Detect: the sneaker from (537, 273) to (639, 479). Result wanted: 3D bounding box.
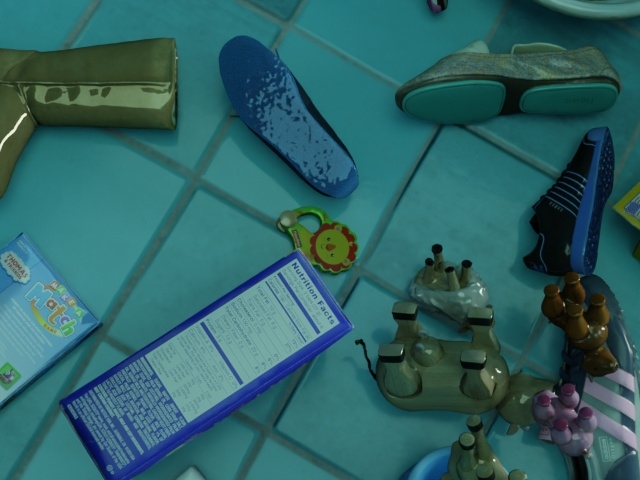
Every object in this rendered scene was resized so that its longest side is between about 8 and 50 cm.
[{"bbox_3d":[0.338,0.203,1.437,0.131,0.112,0.318,-7,77,-8],"label":"sneaker"}]

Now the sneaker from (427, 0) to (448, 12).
[{"bbox_3d":[0.187,-0.400,1.581,0.075,0.063,0.170,6,72,3],"label":"sneaker"}]

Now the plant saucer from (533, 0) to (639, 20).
[{"bbox_3d":[0.383,-0.486,1.596,0.401,0.100,0.400,1,78,-4],"label":"plant saucer"}]

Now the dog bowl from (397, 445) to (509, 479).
[{"bbox_3d":[0.149,0.380,1.351,0.166,0.074,0.297,18,55,7],"label":"dog bowl"}]

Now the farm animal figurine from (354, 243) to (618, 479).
[{"bbox_3d":[0.199,0.190,1.362,0.327,0.172,0.330,17,52,29],"label":"farm animal figurine"}]

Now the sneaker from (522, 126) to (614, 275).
[{"bbox_3d":[0.335,-0.057,1.510,0.091,0.081,0.232,2,57,30],"label":"sneaker"}]

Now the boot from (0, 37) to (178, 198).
[{"bbox_3d":[-0.324,-0.160,1.480,0.270,0.089,0.236,-1,78,-6],"label":"boot"}]

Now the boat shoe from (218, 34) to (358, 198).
[{"bbox_3d":[-0.050,-0.155,1.503,0.109,0.089,0.258,-33,87,3],"label":"boat shoe"}]

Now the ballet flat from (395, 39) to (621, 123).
[{"bbox_3d":[0.251,-0.223,1.541,0.316,0.107,0.106,-1,58,-10],"label":"ballet flat"}]

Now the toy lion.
[{"bbox_3d":[0.000,0.000,1.499,0.096,0.034,0.100,-16,79,-15],"label":"toy lion"}]

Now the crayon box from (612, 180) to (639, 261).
[{"bbox_3d":[0.570,0.010,1.487,0.203,0.083,0.323,-42,71,-12],"label":"crayon box"}]

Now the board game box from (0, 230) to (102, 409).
[{"bbox_3d":[-0.413,0.116,1.437,0.211,0.039,0.160,-40,84,-11],"label":"board game box"}]

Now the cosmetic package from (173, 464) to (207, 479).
[{"bbox_3d":[-0.210,0.393,1.370,0.231,0.085,0.117,-38,84,-9],"label":"cosmetic package"}]

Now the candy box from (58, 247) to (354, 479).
[{"bbox_3d":[-0.134,0.153,1.333,0.317,0.268,0.122,-32,86,-11],"label":"candy box"}]
